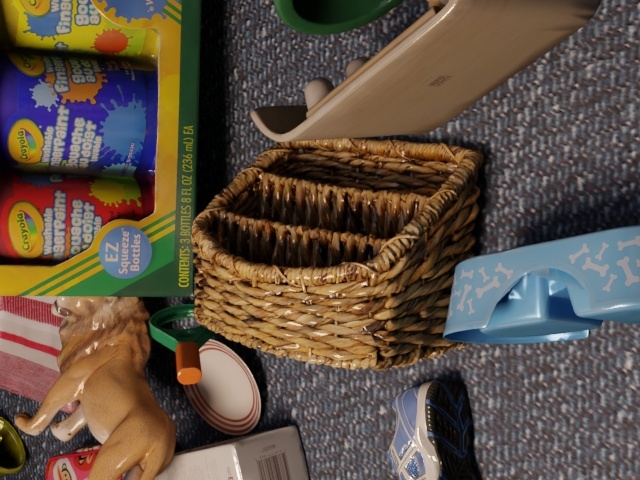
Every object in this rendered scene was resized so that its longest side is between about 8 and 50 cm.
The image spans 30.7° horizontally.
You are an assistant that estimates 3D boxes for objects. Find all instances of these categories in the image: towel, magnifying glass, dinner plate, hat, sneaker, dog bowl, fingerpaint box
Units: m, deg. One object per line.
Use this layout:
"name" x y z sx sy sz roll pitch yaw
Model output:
"towel" -0.460 0.092 1.852 0.237 0.037 0.329 8 100 43
"magnifying glass" -0.170 0.127 1.476 0.231 0.092 0.026 -115 20 -70
"dinner plate" -0.129 0.191 1.538 0.141 0.017 0.141 19 122 34
"hat" -0.001 -0.343 1.274 0.208 0.173 0.183 -35 61 27
"sneaker" 0.123 0.260 1.285 0.081 0.080 0.211 -10 78 51
"dog bowl" 0.247 0.044 1.081 0.297 0.166 0.074 -13 74 45
"fingerpaint box" -0.344 -0.154 1.430 0.163 0.371 0.444 -179 91 -68

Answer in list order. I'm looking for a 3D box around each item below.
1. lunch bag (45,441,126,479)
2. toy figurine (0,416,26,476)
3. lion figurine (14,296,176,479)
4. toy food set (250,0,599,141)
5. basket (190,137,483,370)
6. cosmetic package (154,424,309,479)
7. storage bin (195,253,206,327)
"lunch bag" -0.296 0.433 1.674 0.258 0.120 0.293 -18 83 44
"toy figurine" -0.528 0.481 1.867 0.362 0.191 0.217 49 130 30
"lion figurine" -0.265 0.222 1.519 0.240 0.142 0.392 -47 51 9
"toy food set" 0.101 -0.195 1.145 0.306 0.220 0.092 -34 72 41
"basket" 0.000 0.000 1.270 0.299 0.213 0.223 12 104 42
"cosmetic package" -0.136 0.303 1.507 0.231 0.117 0.085 -18 82 43
"storage bin" -0.099 0.042 1.463 0.091 0.098 0.135 -2 94 34
